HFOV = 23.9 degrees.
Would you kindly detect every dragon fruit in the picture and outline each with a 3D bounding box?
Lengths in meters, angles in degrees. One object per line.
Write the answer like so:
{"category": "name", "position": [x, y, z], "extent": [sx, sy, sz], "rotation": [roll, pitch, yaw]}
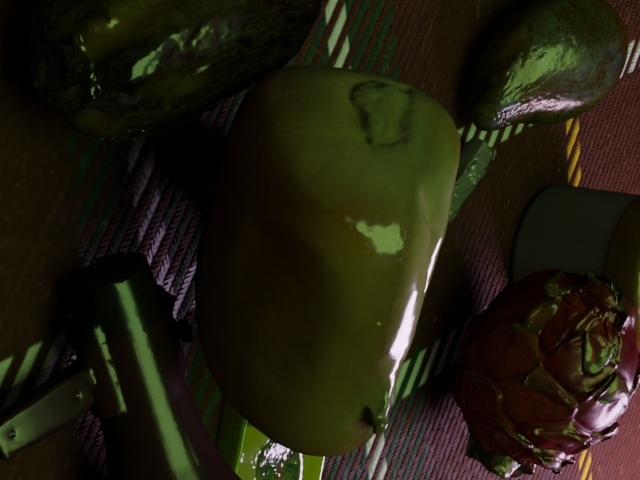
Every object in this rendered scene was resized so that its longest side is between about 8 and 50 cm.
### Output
{"category": "dragon fruit", "position": [0.333, 0.193, 2.239], "extent": [0.277, 0.277, 0.342], "rotation": [27, 96, -52]}

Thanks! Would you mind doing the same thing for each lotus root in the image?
{"category": "lotus root", "position": [-0.139, -0.235, 1.593], "extent": [0.397, 0.179, 0.196], "rotation": [-30, 96, -42]}

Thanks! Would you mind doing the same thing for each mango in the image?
{"category": "mango", "position": [0.334, -0.263, 2.253], "extent": [0.316, 0.146, 0.193], "rotation": [-29, 120, -29]}

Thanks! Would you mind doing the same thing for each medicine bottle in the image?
{"category": "medicine bottle", "position": [0.460, 0.038, 2.407], "extent": [0.238, 0.232, 0.238], "rotation": [-15, 110, -49]}

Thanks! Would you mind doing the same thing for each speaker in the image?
{"category": "speaker", "position": [-0.233, 0.203, 1.652], "extent": [0.259, 0.198, 0.329], "rotation": [-26, 108, -15]}

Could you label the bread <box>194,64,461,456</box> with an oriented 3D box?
{"category": "bread", "position": [0.000, 0.000, 1.636], "extent": [0.348, 0.253, 0.376], "rotation": [-74, 180, -51]}

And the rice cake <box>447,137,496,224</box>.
{"category": "rice cake", "position": [0.170, -0.056, 2.156], "extent": [0.270, 0.055, 0.049], "rotation": [-49, 123, -32]}

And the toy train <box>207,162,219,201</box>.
{"category": "toy train", "position": [-0.075, -0.034, 1.833], "extent": [0.104, 0.071, 0.178], "rotation": [-49, 136, -19]}

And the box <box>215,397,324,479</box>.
{"category": "box", "position": [-0.063, 0.277, 1.940], "extent": [0.187, 0.047, 0.335], "rotation": [12, 88, -53]}
